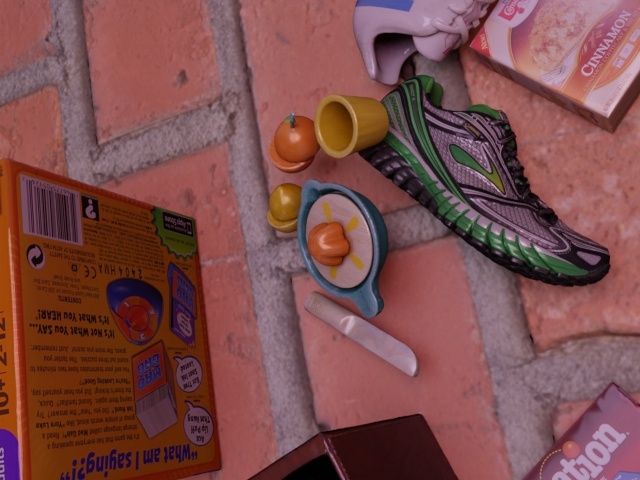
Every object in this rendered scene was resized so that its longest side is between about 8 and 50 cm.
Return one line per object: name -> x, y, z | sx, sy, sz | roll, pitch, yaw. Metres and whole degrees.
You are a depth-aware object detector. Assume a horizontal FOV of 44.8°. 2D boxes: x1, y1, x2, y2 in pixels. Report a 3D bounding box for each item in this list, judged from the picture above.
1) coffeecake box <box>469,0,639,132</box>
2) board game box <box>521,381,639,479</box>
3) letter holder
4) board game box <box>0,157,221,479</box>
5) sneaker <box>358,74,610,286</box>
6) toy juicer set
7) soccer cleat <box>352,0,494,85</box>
coffeecake box -> 0.293, -0.234, 0.894 | 0.185, 0.068, 0.142 | 36, 97, 26
board game box -> 0.278, 0.305, 0.836 | 0.145, 0.027, 0.281 | 42, 99, 25
letter holder -> 0.054, 0.312, 0.783 | 0.152, 0.302, 0.214 | -36, 69, 15
board game box -> -0.383, 0.148, 0.976 | 0.356, 0.356, 0.356 | -14, 76, 21
sneaker -> 0.186, -0.074, 0.880 | 0.343, 0.134, 0.146 | 43, 99, 24
toy juicer set -> 0.000, 0.000, 0.919 | 0.209, 0.089, 0.329 | 1, 103, 49
soccer cleat -> 0.166, -0.291, 0.893 | 0.331, 0.116, 0.143 | -27, 61, 48
